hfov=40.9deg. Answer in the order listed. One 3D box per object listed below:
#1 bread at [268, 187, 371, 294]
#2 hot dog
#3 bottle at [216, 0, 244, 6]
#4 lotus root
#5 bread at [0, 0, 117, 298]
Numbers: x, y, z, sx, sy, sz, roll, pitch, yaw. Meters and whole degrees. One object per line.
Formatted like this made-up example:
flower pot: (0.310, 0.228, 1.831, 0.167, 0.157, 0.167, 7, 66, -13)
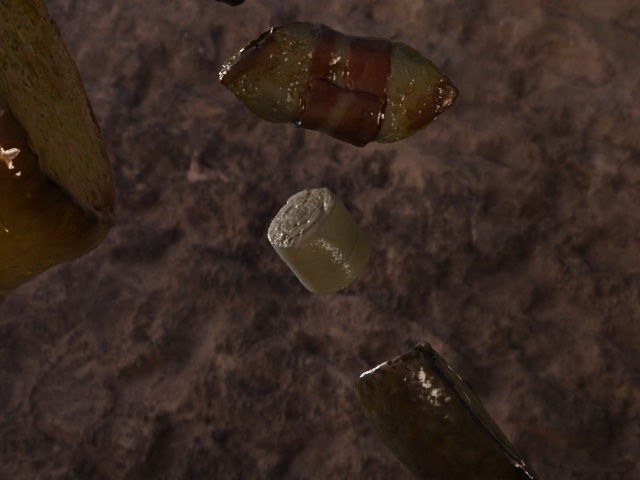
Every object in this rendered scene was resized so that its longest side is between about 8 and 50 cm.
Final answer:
bread: (0.000, 0.000, 1.519, 0.133, 0.141, 0.148, -9, -137, 36)
hot dog: (0.021, -0.174, 0.953, 0.261, 0.123, 0.093, 14, -173, -10)
bottle: (-0.134, -0.312, 1.033, 0.101, 0.047, 0.063, 23, -165, 10)
lotus root: (0.172, 0.273, 1.153, 0.314, 0.142, 0.210, 49, -175, -6)
bread: (-0.343, -0.113, 0.790, 0.215, 0.398, 0.398, -23, -146, 1)
